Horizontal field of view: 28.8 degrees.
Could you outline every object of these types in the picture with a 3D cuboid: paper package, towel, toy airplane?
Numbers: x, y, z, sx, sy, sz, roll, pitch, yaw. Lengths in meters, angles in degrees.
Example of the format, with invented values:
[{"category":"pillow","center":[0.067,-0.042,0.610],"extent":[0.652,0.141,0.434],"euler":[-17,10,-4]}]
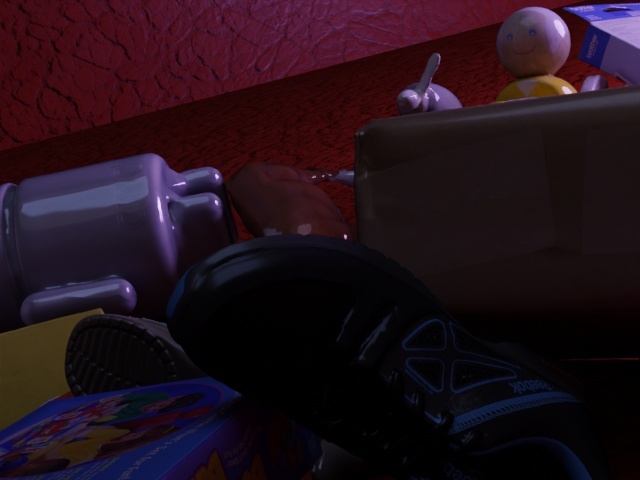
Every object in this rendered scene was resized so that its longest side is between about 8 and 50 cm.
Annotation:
[{"category":"paper package","center":[0.238,-0.002,1.009],"extent":[0.325,0.168,0.309],"euler":[-5,-14,28]},{"category":"towel","center":[-0.312,0.143,1.252],"extent":[0.237,0.102,0.021],"euler":[-15,-17,-31]},{"category":"toy airplane","center":[0.284,-0.150,1.494],"extent":[0.386,0.272,0.384],"euler":[-16,16,-12]}]

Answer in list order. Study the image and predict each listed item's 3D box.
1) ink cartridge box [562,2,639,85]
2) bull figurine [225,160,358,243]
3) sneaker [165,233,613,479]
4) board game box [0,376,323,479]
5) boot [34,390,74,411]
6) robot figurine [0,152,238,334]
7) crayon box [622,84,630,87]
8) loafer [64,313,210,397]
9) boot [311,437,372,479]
[{"category":"ink cartridge box","center":[0.482,-0.232,1.649],"extent":[0.186,0.065,0.311],"euler":[-14,40,-39]},{"category":"bull figurine","center":[0.000,0.000,1.416],"extent":[0.188,0.101,0.310],"euler":[4,32,-28]},{"category":"sneaker","center":[0.060,0.101,0.842],"extent":[0.341,0.125,0.139],"euler":[21,24,-17]},{"category":"board game box","center":[-0.170,0.186,0.834],"extent":[0.233,0.078,0.347],"euler":[-11,8,23]},{"category":"boot","center":[-0.212,0.154,1.228],"extent":[0.085,0.059,0.158],"euler":[-2,19,47]},{"category":"robot figurine","center":[-0.279,0.012,1.494],"extent":[0.353,0.200,0.300],"euler":[-12,25,1]},{"category":"crayon box","center":[0.498,-0.176,1.762],"extent":[0.165,0.081,0.278],"euler":[0,20,34]},{"category":"loafer","center":[-0.114,0.136,1.129],"extent":[0.268,0.102,0.092],"euler":[16,-1,26]},{"category":"boot","center":[0.047,0.168,1.013],"extent":[0.087,0.042,0.118],"euler":[-5,18,16]}]
